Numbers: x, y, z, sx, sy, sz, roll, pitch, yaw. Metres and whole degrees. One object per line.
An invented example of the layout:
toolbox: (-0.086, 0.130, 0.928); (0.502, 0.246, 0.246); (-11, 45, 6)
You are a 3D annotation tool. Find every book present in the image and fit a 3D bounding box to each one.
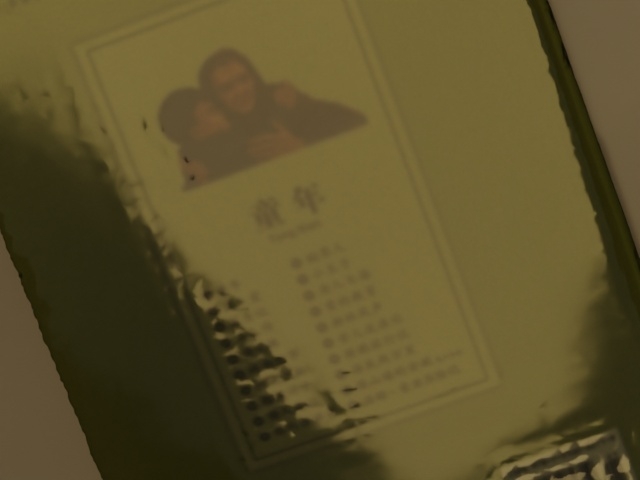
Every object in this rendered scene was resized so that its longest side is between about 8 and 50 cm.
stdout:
book: (0.000, 0.000, 0.806); (0.239, 0.035, 0.352); (-19, 103, 8)
